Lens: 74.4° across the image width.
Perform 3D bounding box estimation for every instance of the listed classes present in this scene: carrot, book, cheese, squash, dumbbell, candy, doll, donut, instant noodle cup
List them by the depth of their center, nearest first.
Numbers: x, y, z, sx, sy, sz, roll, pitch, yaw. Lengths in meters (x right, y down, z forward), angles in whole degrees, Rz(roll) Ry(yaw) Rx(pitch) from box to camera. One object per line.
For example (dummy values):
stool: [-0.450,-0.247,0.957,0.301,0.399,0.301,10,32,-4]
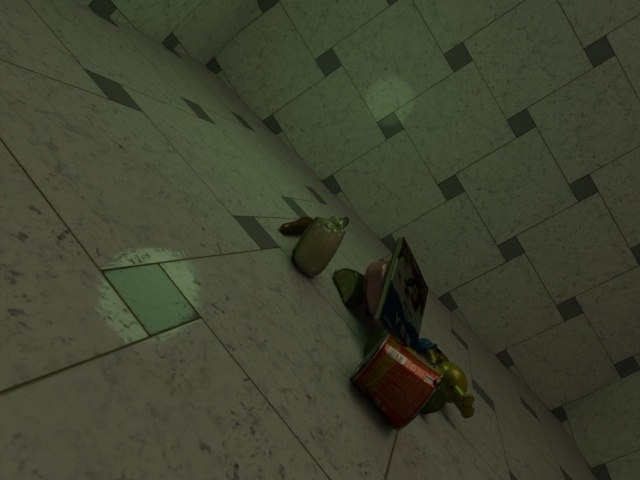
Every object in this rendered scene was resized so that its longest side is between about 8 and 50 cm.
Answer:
instant noodle cup: [0.196,0.362,1.124,0.174,0.213,0.213,40,13,10]
dumbbell: [0.271,0.420,1.341,0.302,0.121,0.108,43,-14,-6]
cheese: [0.000,0.000,1.520,0.127,0.233,0.266,33,13,-7]
book: [0.308,0.228,1.551,0.299,0.039,0.427,60,36,-29]
candy: [0.246,0.200,1.591,0.255,0.095,0.255,21,65,-54]
doll: [0.451,0.511,1.597,0.363,0.145,0.199,-126,-154,-64]
squash: [0.192,0.218,1.690,0.289,0.111,0.203,38,17,-34]
carrot: [-0.101,-0.053,1.716,0.078,0.078,0.298,48,20,10]
donut: [0.510,0.515,1.859,0.140,0.059,0.140,41,15,-13]
